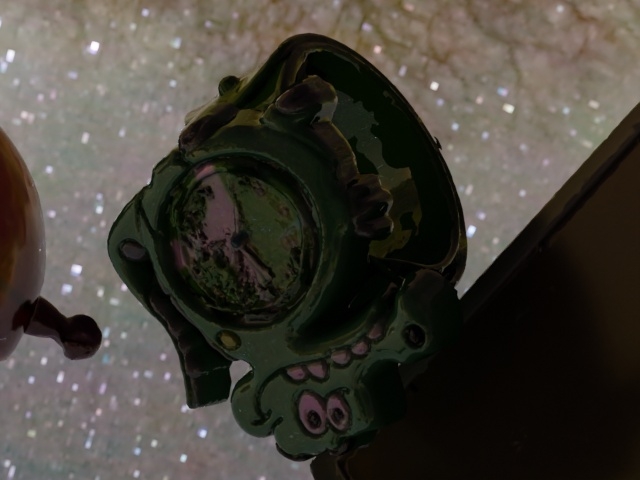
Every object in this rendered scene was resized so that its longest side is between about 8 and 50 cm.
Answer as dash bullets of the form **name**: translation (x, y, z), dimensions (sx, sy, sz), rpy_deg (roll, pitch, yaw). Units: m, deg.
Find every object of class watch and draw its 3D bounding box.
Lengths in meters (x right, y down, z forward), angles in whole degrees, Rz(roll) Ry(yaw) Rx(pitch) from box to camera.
- **watch**: translation (0.000, 0.000, 0.600), dimensions (0.165, 0.131, 0.152), rpy_deg (56, -152, 1)

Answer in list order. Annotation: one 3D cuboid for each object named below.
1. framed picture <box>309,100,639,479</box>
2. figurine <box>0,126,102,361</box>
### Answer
- **framed picture**: translation (0.122, 0.055, 0.518), dimensions (0.017, 0.274, 0.217), rpy_deg (35, -168, -34)
- **figurine**: translation (-0.277, -0.036, 0.769), dimensions (0.196, 0.323, 0.320), rpy_deg (-29, -174, -13)
